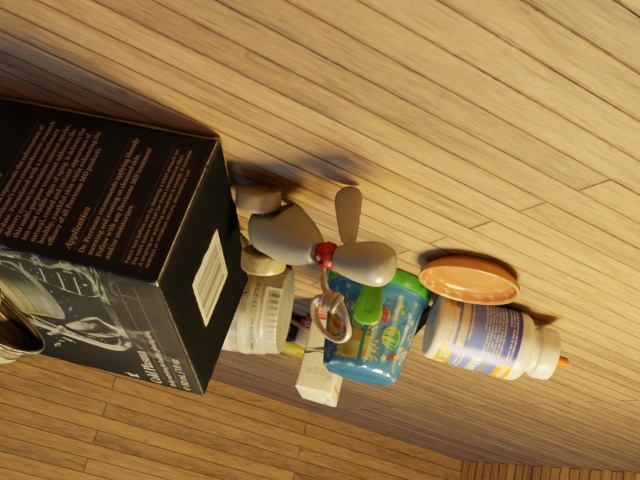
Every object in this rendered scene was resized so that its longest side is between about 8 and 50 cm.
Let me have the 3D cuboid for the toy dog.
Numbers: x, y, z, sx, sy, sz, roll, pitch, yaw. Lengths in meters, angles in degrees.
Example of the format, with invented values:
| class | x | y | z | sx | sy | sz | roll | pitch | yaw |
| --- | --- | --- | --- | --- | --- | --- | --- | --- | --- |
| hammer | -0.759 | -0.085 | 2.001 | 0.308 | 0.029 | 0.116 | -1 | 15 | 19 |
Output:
| class | x | y | z | sx | sy | sz | roll | pitch | yaw |
| --- | --- | --- | --- | --- | --- | --- | --- | --- | --- |
| toy dog | 0.000 | 0.000 | 1.317 | 0.334 | 0.161 | 0.220 | 37 | 127 | 24 |

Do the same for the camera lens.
| class | x | y | z | sx | sy | sz | roll | pitch | yaw |
| --- | --- | --- | --- | --- | --- | --- | --- | --- | --- |
| camera lens | -0.214 | 0.143 | 1.753 | 0.274 | 0.219 | 0.219 | 8 | 159 | 7 |

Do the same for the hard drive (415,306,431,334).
| class | x | y | z | sx | sy | sz | roll | pitch | yaw |
| --- | --- | --- | --- | --- | --- | --- | --- | --- | --- |
| hard drive | 0.213 | 0.206 | 1.826 | 0.022 | 0.094 | 0.135 | 49 | 155 | -3 |

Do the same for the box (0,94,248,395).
| class | x | y | z | sx | sy | sz | roll | pitch | yaw |
| --- | --- | --- | --- | --- | --- | --- | --- | --- | --- |
| box | -0.415 | 0.020 | 1.380 | 0.472 | 0.297 | 0.480 | 13 | 150 | 9 |

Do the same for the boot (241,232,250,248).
| class | x | y | z | sx | sy | sz | roll | pitch | yaw |
| --- | --- | --- | --- | --- | --- | --- | --- | --- | --- |
| boot | -0.246 | -0.033 | 1.571 | 0.198 | 0.076 | 0.137 | 7 | 146 | 14 |

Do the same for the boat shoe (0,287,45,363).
| class | x | y | z | sx | sy | sz | roll | pitch | yaw |
| --- | --- | --- | --- | --- | --- | --- | --- | --- | --- |
| boat shoe | -0.547 | 0.106 | 1.206 | 0.092 | 0.102 | 0.285 | -9 | 139 | 19 |

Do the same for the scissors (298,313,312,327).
| class | x | y | z | sx | sy | sz | roll | pitch | yaw |
| --- | --- | --- | --- | --- | --- | --- | --- | --- | --- |
| scissors | 0.062 | 0.275 | 2.209 | 0.297 | 0.021 | 0.109 | 29 | 154 | -30 |

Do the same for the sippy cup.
| class | x | y | z | sx | sy | sz | roll | pitch | yaw |
| --- | --- | --- | --- | --- | --- | --- | --- | --- | --- |
| sippy cup | 0.108 | 0.192 | 1.667 | 0.240 | 0.224 | 0.305 | -5 | 152 | 41 |

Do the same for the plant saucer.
| class | x | y | z | sx | sy | sz | roll | pitch | yaw |
| --- | --- | --- | --- | --- | --- | --- | --- | --- | --- |
| plant saucer | 0.296 | 0.076 | 1.502 | 0.200 | 0.037 | 0.200 | 13 | 159 | 5 |

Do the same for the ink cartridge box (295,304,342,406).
| class | x | y | z | sx | sy | sz | roll | pitch | yaw |
| --- | --- | --- | --- | --- | --- | --- | --- | --- | --- |
| ink cartridge box | 0.017 | 0.296 | 1.982 | 0.100 | 0.237 | 0.172 | 11 | 159 | 10 |

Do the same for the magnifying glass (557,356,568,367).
| class | x | y | z | sx | sy | sz | roll | pitch | yaw |
| --- | --- | --- | --- | --- | --- | --- | --- | --- | --- |
| magnifying glass | 0.513 | 0.274 | 1.897 | 0.231 | 0.026 | 0.092 | 20 | 159 | -10 |

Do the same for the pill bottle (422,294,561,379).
| class | x | y | z | sx | sy | sz | roll | pitch | yaw |
| --- | --- | --- | --- | --- | --- | --- | --- | --- | --- |
| pill bottle | 0.372 | 0.216 | 1.651 | 0.272 | 0.152 | 0.152 | 16 | 160 | 0 |

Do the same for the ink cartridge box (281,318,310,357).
| class | x | y | z | sx | sy | sz | roll | pitch | yaw |
| --- | --- | --- | --- | --- | --- | --- | --- | --- | --- |
| ink cartridge box | -0.152 | 0.279 | 2.281 | 0.307 | 0.072 | 0.304 | -3 | 153 | 42 |
